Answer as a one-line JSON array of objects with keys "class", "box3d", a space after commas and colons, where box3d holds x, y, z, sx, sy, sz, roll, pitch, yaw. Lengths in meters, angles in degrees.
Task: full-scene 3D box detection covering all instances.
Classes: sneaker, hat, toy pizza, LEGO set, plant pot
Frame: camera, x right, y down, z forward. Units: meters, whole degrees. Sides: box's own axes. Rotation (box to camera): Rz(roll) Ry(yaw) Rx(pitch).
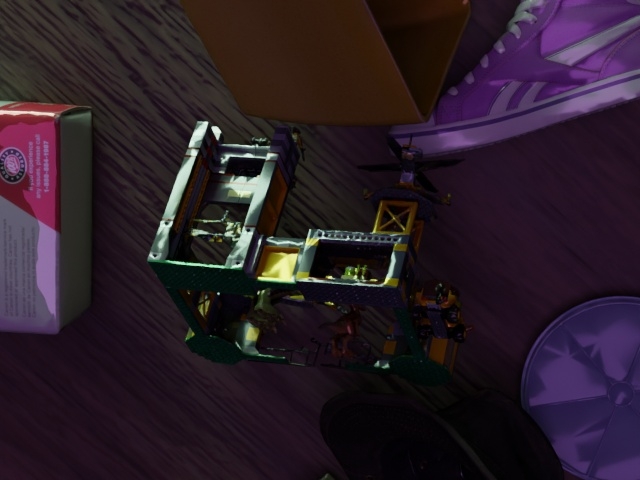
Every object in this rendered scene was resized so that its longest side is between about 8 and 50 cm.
[{"class": "sneaker", "box3d": [0.184, -0.180, 1.269, 0.282, 0.102, 0.161, -18, 94, -1]}, {"class": "hat", "box3d": [0.159, 0.235, 1.292, 0.331, 0.331, 0.134, 48, 64, -3]}, {"class": "toy pizza", "box3d": [0.306, 0.153, 1.342, 0.201, 0.032, 0.201, 1, 100, 8]}, {"class": "LEGO set", "box3d": [0.000, 0.000, 1.273, 0.331, 0.255, 0.192, 0, 57, 27]}, {"class": "plant pot", "box3d": [-0.003, -0.228, 1.207, 0.187, 0.212, 0.212, -11, 124, 29]}]

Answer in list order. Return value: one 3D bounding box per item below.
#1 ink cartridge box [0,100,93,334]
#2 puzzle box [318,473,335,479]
[{"class": "ink cartridge box", "box3d": [-0.395, -0.032, 1.340, 0.306, 0.131, 0.226, 4, 101, 7]}, {"class": "puzzle box", "box3d": [0.048, 0.480, 1.406, 0.272, 0.052, 0.409, -42, 93, 18]}]
